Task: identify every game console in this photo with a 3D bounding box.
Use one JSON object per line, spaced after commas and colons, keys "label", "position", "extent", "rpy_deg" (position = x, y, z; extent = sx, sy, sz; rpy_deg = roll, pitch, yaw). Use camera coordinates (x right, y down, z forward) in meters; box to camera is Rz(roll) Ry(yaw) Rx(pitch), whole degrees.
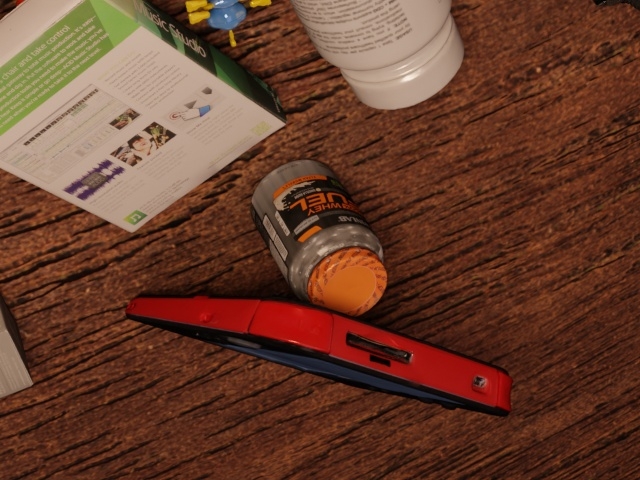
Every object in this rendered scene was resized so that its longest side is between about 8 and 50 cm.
{"label": "game console", "position": [0.004, 0.139, 1.679], "extent": [0.386, 0.342, 0.060], "rpy_deg": [21, 75, -36]}

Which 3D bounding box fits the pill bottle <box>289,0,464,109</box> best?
{"label": "pill bottle", "position": [0.041, -0.279, 1.458], "extent": [0.160, 0.160, 0.283], "rpy_deg": [-32, 132, 0]}

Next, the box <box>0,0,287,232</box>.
{"label": "box", "position": [-0.217, -0.137, 1.442], "extent": [0.232, 0.058, 0.322], "rpy_deg": [-33, 147, 19]}

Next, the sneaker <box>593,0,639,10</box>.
{"label": "sneaker", "position": [0.359, -0.303, 1.672], "extent": [0.089, 0.051, 0.170], "rpy_deg": [-33, 128, 1]}

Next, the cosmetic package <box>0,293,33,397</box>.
{"label": "cosmetic package", "position": [-0.457, 0.136, 1.565], "extent": [0.238, 0.127, 0.107], "rpy_deg": [-22, 132, -7]}

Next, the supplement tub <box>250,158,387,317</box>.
{"label": "supplement tub", "position": [0.000, 0.000, 1.635], "extent": [0.117, 0.190, 0.117], "rpy_deg": [-14, 130, -17]}

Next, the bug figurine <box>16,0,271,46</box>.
{"label": "bug figurine", "position": [-0.197, -0.273, 1.407], "extent": [0.279, 0.072, 0.216], "rpy_deg": [-13, 124, -10]}
